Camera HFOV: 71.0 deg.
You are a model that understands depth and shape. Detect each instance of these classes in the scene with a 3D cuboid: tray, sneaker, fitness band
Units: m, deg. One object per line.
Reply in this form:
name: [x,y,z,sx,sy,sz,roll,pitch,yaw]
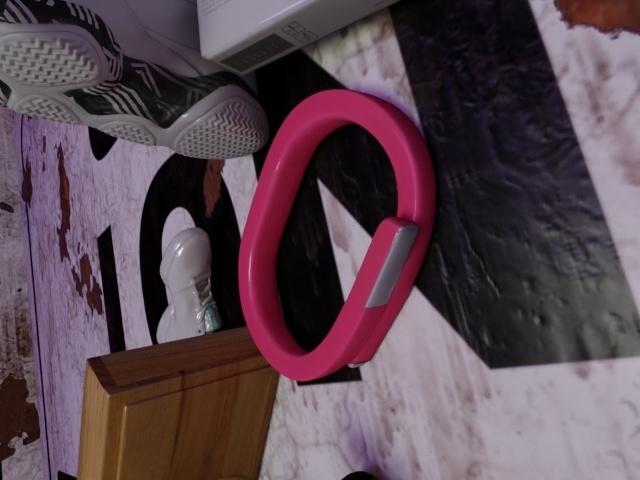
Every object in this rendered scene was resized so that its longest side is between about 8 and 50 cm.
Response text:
tray: [-0.177,0.317,0.540,0.076,0.202,0.412,28,112,43]
sneaker: [-0.202,-0.221,0.440,0.137,0.365,0.211,-12,75,38]
sneaker: [-0.173,0.086,0.636,0.094,0.080,0.212,32,122,30]
fitness band: [0.000,0.000,0.447,0.209,0.054,0.291,46,123,40]

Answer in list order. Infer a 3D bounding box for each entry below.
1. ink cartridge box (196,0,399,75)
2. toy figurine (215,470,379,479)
ink cartridge box: [-0.001,-0.305,0.378,0.274,0.060,0.239,-10,83,34]
toy figurine: [-0.030,0.299,0.377,0.210,0.212,0.148,-65,32,23]
